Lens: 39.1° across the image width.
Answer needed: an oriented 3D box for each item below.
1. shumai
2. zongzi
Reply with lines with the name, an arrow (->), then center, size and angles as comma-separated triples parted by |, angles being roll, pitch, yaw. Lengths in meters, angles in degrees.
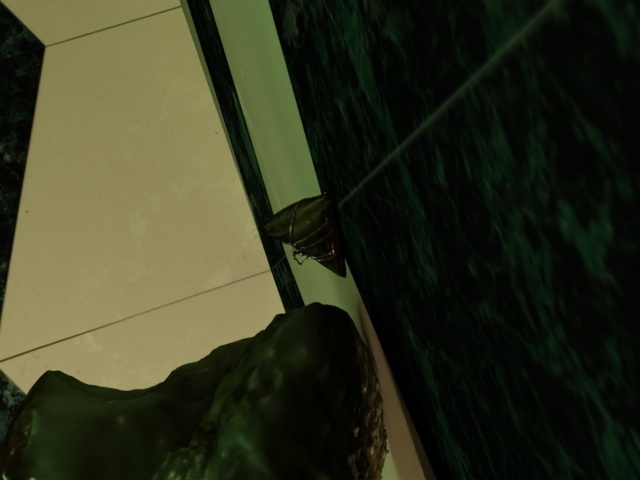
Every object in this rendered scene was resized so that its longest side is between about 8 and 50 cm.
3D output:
shumai -> -0.112, 0.242, 0.778 | 0.324, 0.324, 0.397 | -73, -18, -62
zongzi -> 0.000, 0.000, 0.766 | 0.073, 0.067, 0.083 | 59, -170, 9
